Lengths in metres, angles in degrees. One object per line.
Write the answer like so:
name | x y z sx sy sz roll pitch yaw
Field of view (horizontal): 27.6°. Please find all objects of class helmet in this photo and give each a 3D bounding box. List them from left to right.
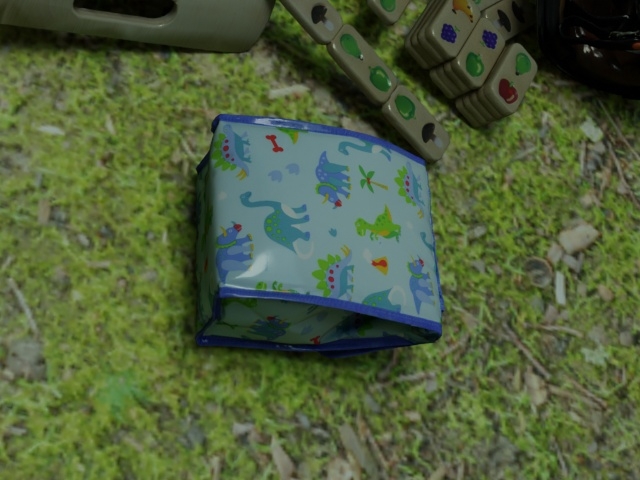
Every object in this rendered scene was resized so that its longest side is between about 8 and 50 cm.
helmet | 0.245 -0.206 0.985 0.169 0.169 0.161 22 76 -15

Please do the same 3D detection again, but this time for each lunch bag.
lunch bag | 0.000 0.000 0.810 0.151 0.096 0.129 3 64 -14

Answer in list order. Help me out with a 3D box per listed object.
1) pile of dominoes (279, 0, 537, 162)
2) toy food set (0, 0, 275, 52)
pile of dominoes | 0.061 -0.196 0.930 0.251 0.040 0.196 46 53 -19
toy food set | -0.162 -0.276 0.884 0.219 0.092 0.306 2 66 -38
